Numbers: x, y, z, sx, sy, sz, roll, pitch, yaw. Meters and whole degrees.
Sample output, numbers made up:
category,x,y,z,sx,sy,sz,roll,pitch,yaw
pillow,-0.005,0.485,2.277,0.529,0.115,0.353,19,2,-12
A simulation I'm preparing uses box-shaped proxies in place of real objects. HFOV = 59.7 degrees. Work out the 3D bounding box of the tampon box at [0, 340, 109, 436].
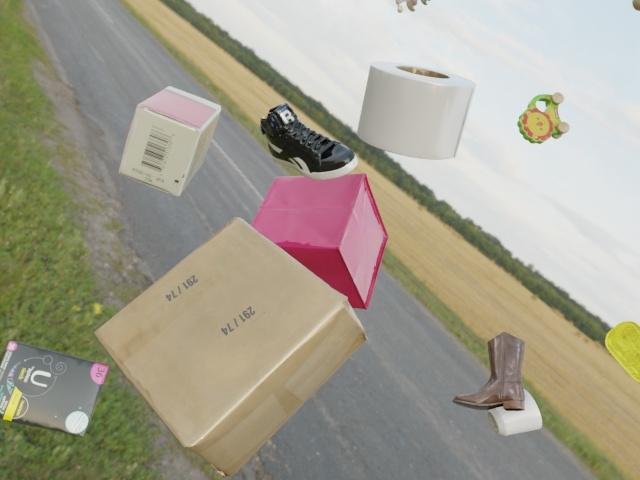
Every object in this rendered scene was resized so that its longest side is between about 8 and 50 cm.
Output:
category,x,y,z,sx,sy,sz,roll,pitch,yaw
tampon box,-0.455,0.248,0.941,0.161,0.120,0.101,19,-17,-15

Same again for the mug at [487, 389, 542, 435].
category,x,y,z,sx,sy,sz,roll,pitch,yaw
mug,0.294,0.273,0.857,0.062,0.064,0.078,-118,-168,-55

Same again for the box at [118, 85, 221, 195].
category,x,y,z,sx,sy,sz,roll,pitch,yaw
box,-0.302,-0.211,1.149,0.127,0.148,0.232,21,22,-9

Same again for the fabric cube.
category,x,y,z,sx,sy,sz,roll,pitch,yaw
fabric cube,0.000,0.000,1.434,0.258,0.259,0.254,0,-41,26

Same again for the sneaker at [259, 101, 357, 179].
category,x,y,z,sx,sy,sz,roll,pitch,yaw
sneaker,-0.037,-0.186,1.011,0.217,0.079,0.121,20,-33,42

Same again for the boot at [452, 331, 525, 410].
category,x,y,z,sx,sy,sz,roll,pitch,yaw
boot,0.253,0.195,0.839,0.107,0.114,0.037,-2,-26,19

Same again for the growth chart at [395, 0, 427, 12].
category,x,y,z,sx,sy,sz,roll,pitch,yaw
growth chart,0.236,-0.649,1.319,0.237,0.021,0.171,-1,-67,61

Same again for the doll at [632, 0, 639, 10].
category,x,y,z,sx,sy,sz,roll,pitch,yaw
doll,0.645,-0.406,0.980,0.189,0.046,0.129,29,-5,35

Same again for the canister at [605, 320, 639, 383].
category,x,y,z,sx,sy,sz,roll,pitch,yaw
canister,0.631,0.232,1.050,0.170,0.073,0.126,27,24,-32

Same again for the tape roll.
category,x,y,z,sx,sy,sz,roll,pitch,yaw
tape roll,0.218,-0.306,1.293,0.246,0.169,0.246,8,25,-4

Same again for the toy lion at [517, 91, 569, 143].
category,x,y,z,sx,sy,sz,roll,pitch,yaw
toy lion,0.425,-0.235,1.078,0.096,0.100,0.034,-2,-13,-10

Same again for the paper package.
category,x,y,z,sx,sy,sz,roll,pitch,yaw
paper package,-0.148,0.163,0.944,0.310,0.325,0.168,35,-20,34
